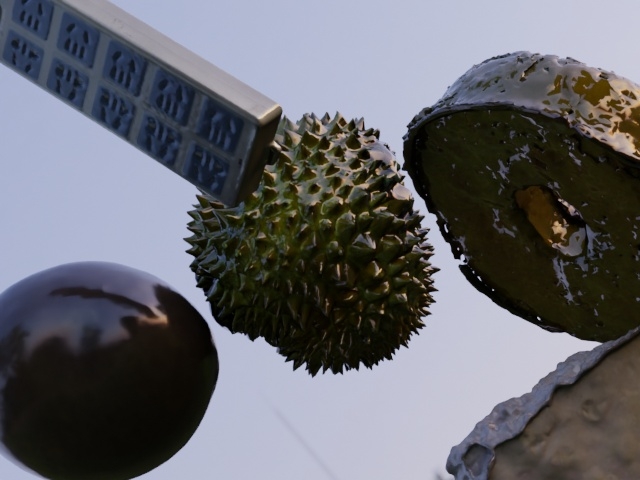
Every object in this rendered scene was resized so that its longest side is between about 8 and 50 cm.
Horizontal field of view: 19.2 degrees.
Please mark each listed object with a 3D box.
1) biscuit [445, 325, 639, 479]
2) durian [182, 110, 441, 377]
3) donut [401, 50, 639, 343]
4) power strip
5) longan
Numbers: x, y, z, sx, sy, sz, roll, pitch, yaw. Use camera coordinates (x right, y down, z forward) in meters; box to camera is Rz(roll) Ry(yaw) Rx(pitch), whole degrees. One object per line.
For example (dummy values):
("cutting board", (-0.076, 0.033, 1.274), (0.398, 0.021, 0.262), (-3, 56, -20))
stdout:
("biscuit", (0.181, 0.180, 1.350), (0.040, 0.188, 0.265), (-162, 90, -75))
("durian", (0.001, -0.003, 1.831), (0.224, 0.291, 0.291), (-50, -22, 25))
("donut", (0.193, -0.040, 1.423), (0.107, 0.272, 0.272), (-59, -11, -28))
("power strip", (-0.196, -0.160, 1.708), (0.043, 0.367, 0.106), (-41, -23, -47))
("longan", (-0.216, 0.123, 1.789), (0.248, 0.248, 0.248), (-36, -21, -16))
